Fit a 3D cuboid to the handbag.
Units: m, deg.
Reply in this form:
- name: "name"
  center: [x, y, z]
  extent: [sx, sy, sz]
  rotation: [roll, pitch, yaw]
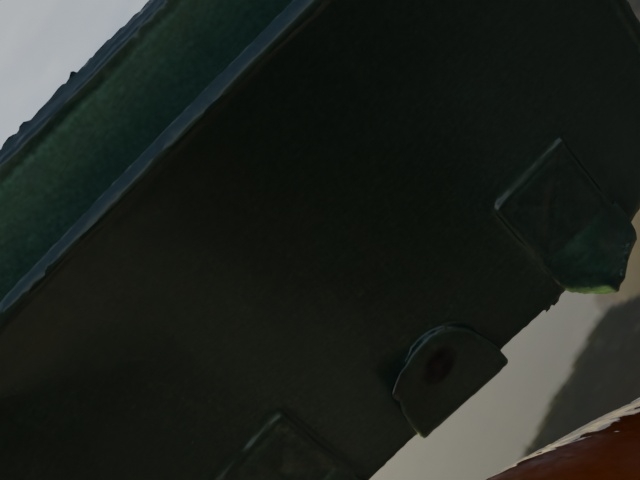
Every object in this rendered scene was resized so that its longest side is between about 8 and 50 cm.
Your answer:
- name: "handbag"
  center: [0.000, 0.000, 0.603]
  extent: [0.326, 0.238, 0.089]
  rotation: [-46, 41, -1]

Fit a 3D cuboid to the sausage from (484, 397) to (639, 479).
- name: "sausage"
  center: [0.130, 0.131, 0.498]
  extent: [0.268, 0.141, 0.153]
  rotation: [-14, -78, -50]
